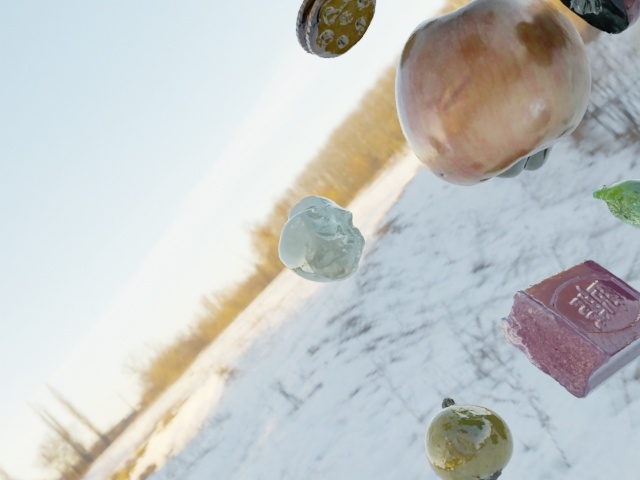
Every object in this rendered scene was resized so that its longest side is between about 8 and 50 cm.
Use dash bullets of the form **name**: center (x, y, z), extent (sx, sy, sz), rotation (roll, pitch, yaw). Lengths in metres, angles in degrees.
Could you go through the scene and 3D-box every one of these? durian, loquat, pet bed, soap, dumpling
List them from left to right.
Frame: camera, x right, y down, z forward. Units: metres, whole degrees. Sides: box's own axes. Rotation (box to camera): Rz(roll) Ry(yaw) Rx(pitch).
- **dumpling**: center (0.000, 0.000, 1.657), extent (0.250, 0.132, 0.162), rotation (28, 95, 50)
- **loquat**: center (0.285, 0.394, 1.643), extent (0.172, 0.204, 0.149), rotation (-19, -44, -11)
- **soap**: center (0.563, 0.178, 1.791), extent (0.360, 0.233, 0.128), rotation (-15, -45, -48)
- **pet bed**: center (0.459, -0.429, 1.428), extent (0.053, 0.201, 0.201), rotation (-45, -1, 1)
- **durian**: center (0.829, -0.091, 2.134), extent (0.139, 0.250, 0.101), rotation (-27, -42, -27)

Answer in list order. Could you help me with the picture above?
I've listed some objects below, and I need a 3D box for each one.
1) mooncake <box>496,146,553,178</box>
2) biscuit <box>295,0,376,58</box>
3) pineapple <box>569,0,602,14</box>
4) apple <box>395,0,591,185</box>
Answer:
- **mooncake**: center (0.419, -0.310, 2.148), extent (0.378, 0.379, 0.200), rotation (-45, -36, -53)
- **biscuit**: center (0.037, -0.521, 1.939), extent (0.220, 0.066, 0.220), rotation (-34, -33, -27)
- **pineapple**: center (0.349, -0.374, 1.085), extent (0.074, 0.074, 0.159), rotation (-45, -44, -50)
- **apple**: center (0.338, -0.313, 1.680), extent (0.391, 0.346, 0.391), rotation (-24, 2, 1)
